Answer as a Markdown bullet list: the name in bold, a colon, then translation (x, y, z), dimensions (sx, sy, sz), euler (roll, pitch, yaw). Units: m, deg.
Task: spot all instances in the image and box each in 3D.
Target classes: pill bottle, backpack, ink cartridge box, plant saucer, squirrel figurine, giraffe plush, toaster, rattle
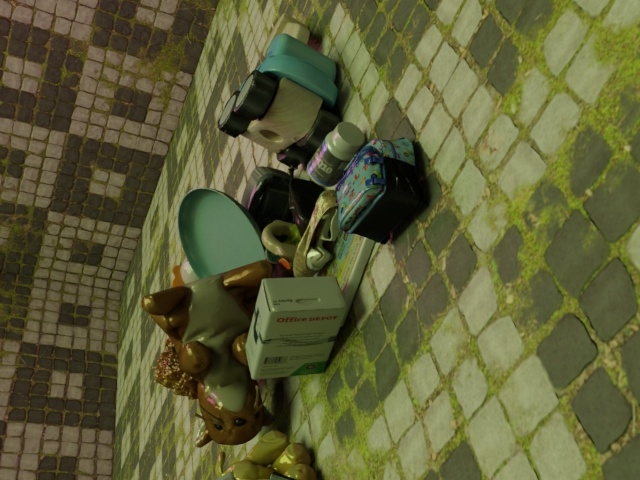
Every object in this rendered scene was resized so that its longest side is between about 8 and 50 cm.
- **pill bottle**: translation (0.033, -0.181, 1.465), dimensions (0.137, 0.078, 0.078), euler (128, 146, -47)
- **backpack**: translation (0.099, -0.105, 1.228), dimensions (0.158, 0.117, 0.173), euler (-49, 33, 48)
- **ink cartridge box**: translation (-0.051, 0.167, 1.333), dimensions (0.208, 0.153, 0.087), euler (109, 153, -42)
- **plant saucer**: translation (-0.226, 0.016, 1.684), dimensions (0.317, 0.043, 0.318), euler (24, 128, 34)
- **squirrel figurine**: translation (-0.236, 0.271, 1.593), dimensions (0.397, 0.281, 0.370), euler (-20, 87, 67)
- **giraffe plush**: translation (-0.109, 0.507, 1.368), dimensions (0.181, 0.210, 0.170), euler (-123, 21, -61)
- **toaster**: translation (-0.127, -0.093, 1.734), dimensions (0.146, 0.129, 0.227), euler (-133, 56, -66)
- **rattle**: translation (-0.088, 0.049, 1.539), dimensions (0.143, 0.130, 0.200), euler (-52, 18, 27)

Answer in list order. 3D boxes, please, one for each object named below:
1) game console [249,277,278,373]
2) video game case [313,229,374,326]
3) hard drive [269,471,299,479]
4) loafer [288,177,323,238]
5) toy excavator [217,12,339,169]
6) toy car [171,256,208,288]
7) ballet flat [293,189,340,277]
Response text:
- **game console**: translation (-0.180, 0.272, 1.784), dimensions (0.213, 0.044, 0.361), euler (-97, 30, -41)
- **video game case**: translation (0.040, 0.029, 1.412), dimensions (0.227, 0.026, 0.206), euler (-70, 24, 15)
- **hard drive**: translation (-0.033, 0.476, 1.232), dimensions (0.022, 0.135, 0.094), euler (-4, -71, -78)
- **loafer**: translation (-0.038, -0.069, 1.555), dimensions (0.220, 0.080, 0.078), euler (-95, 18, -59)
- **toy excavator**: translation (-0.075, -0.417, 1.733), dimensions (0.433, 0.222, 0.445), euler (-15, 51, 65)
- **toy car**: translation (-0.305, 0.047, 1.868), dimensions (0.210, 0.238, 0.219), euler (56, 157, -1)
- **ballet flat**: translation (0.000, 0.000, 1.403), dimensions (0.067, 0.073, 0.206), euler (38, 118, 49)
